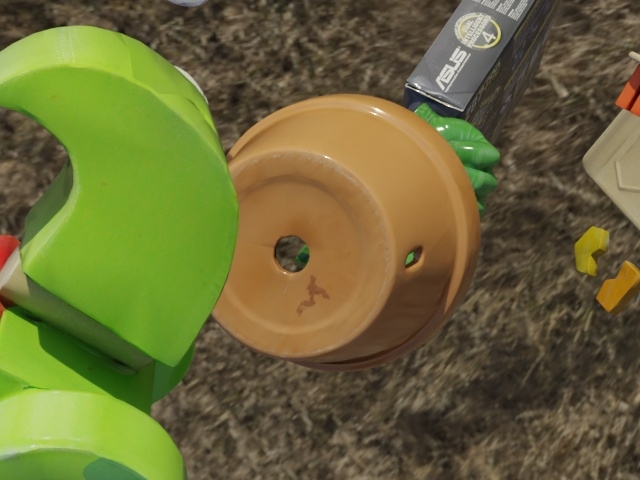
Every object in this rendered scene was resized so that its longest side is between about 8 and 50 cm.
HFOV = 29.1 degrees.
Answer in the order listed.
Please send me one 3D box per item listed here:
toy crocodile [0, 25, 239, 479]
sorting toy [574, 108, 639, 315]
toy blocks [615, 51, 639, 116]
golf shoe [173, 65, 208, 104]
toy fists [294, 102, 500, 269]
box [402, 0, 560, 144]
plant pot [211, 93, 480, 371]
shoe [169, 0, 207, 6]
[{"bbox_3d":[-0.127,0.086,0.392,0.105,0.115,0.340,30,118,-21],"label":"toy crocodile"},{"bbox_3d":[0.425,-0.067,1.525,0.307,0.041,0.229,-53,43,19],"label":"sorting toy"},{"bbox_3d":[0.326,-0.124,1.120,0.123,0.054,0.148,26,103,2],"label":"toy blocks"},{"bbox_3d":[-0.182,-0.183,1.733,0.069,0.086,0.176,-22,71,-13],"label":"golf shoe"},{"bbox_3d":[0.099,-0.024,1.474,0.142,0.096,0.279,39,95,6],"label":"toy fists"},{"bbox_3d":[0.227,-0.231,1.736,0.097,0.395,0.318,27,151,11],"label":"box"},{"bbox_3d":[0.000,0.000,1.218,0.291,0.203,0.291,2,96,16],"label":"plant pot"},{"bbox_3d":[-0.180,-0.282,1.147,0.178,0.081,0.063,33,89,-24],"label":"shoe"}]
